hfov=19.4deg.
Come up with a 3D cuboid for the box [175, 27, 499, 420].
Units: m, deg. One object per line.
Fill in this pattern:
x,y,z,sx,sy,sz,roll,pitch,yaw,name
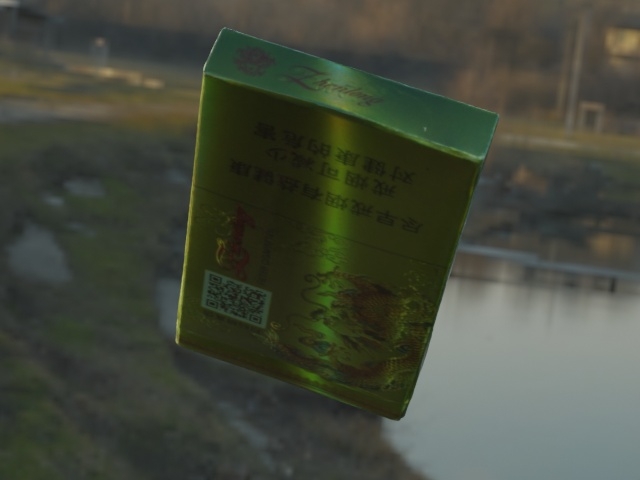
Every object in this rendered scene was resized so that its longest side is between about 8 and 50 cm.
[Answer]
0.000,0.000,1.195,0.173,0.043,0.311,18,-34,5,box
